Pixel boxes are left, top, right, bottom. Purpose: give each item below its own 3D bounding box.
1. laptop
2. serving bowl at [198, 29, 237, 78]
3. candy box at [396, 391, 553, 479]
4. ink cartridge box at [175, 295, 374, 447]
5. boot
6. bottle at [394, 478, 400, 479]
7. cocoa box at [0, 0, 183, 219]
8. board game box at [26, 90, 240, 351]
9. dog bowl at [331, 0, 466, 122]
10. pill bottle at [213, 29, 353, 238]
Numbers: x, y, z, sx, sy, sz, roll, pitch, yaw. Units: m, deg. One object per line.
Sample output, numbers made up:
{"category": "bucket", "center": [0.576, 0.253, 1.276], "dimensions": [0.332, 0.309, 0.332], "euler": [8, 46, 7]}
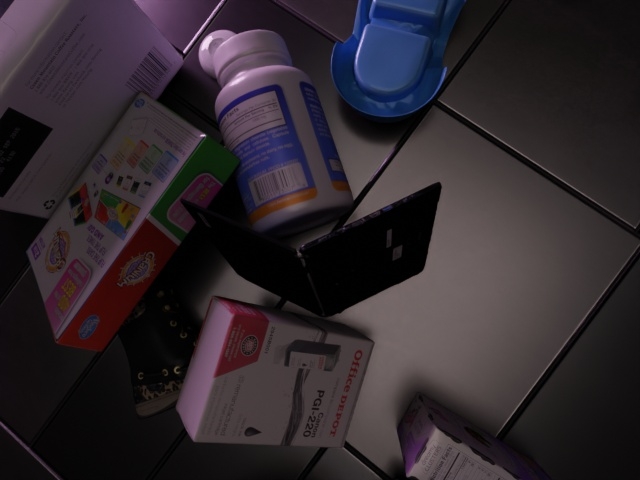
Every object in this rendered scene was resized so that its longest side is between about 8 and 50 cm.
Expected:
{"category": "laptop", "center": [0.000, 0.000, 0.579], "dimensions": [0.265, 0.234, 0.136], "euler": [-26, 63, -5]}
{"category": "serving bowl", "center": [-0.164, -0.311, 0.719], "dimensions": [0.084, 0.027, 0.083], "euler": [-1, 84, 7]}
{"category": "candy box", "center": [0.203, 0.292, 0.556], "dimensions": [0.196, 0.165, 0.070], "euler": [30, 88, 8]}
{"category": "ink cartridge box", "center": [-0.054, 0.178, 0.577], "dimensions": [0.218, 0.092, 0.158], "euler": [18, 88, -32]}
{"category": "boot", "center": [-0.197, 0.141, 0.658], "dimensions": [0.237, 0.085, 0.178], "euler": [-26, 80, 2]}
{"category": "bottle", "center": [0.221, 0.416, 0.579], "dimensions": [0.283, 0.092, 0.118], "euler": [22, 93, 8]}
{"category": "cocoa box", "center": [-0.431, -0.241, 0.640], "dimensions": [0.228, 0.231, 0.347], "euler": [36, 90, 12]}
{"category": "board game box", "center": [-0.283, -0.043, 0.625], "dimensions": [0.316, 0.064, 0.242], "euler": [-53, 49, 2]}
{"category": "dog bowl", "center": [0.122, -0.318, 0.664], "dimensions": [0.166, 0.074, 0.296], "euler": [17, 88, 8]}
{"category": "pill bottle", "center": [-0.063, -0.150, 0.632], "dimensions": [0.153, 0.152, 0.271], "euler": [-19, 83, 5]}
